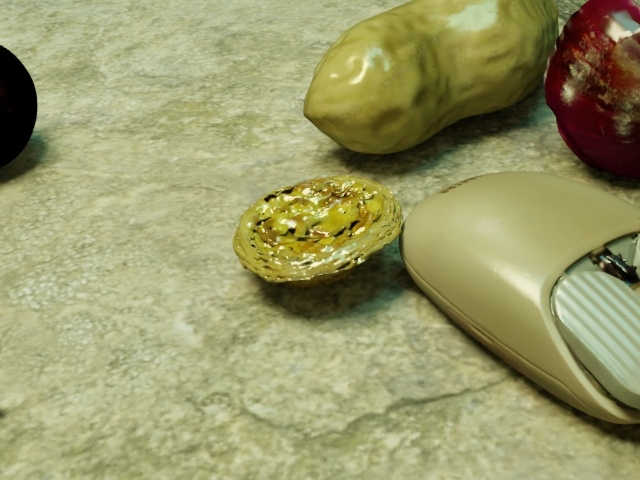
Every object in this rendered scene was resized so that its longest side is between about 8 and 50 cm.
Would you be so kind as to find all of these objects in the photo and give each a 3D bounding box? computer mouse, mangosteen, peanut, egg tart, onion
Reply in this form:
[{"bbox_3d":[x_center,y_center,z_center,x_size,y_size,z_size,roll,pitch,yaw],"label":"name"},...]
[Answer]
[{"bbox_3d":[0.156,0.020,0.540,0.145,0.082,0.236,-22,39,-25],"label":"computer mouse"},{"bbox_3d":[-0.331,-0.119,0.748,0.137,0.137,0.151,-24,6,-26],"label":"mangosteen"},{"bbox_3d":[0.120,-0.173,0.763,0.319,0.148,0.147,-29,43,-35],"label":"peanut"},{"bbox_3d":[0.000,0.000,0.598,0.128,0.049,0.129,-9,33,6],"label":"egg tart"},{"bbox_3d":[0.259,-0.136,0.701,0.173,0.135,0.198,28,25,-21],"label":"onion"}]
